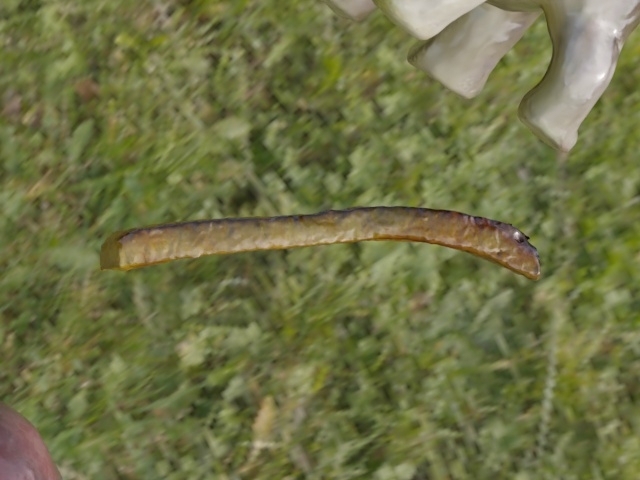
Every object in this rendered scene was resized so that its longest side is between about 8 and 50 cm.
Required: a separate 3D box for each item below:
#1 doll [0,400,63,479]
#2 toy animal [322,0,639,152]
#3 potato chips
[{"bbox_3d":[-0.256,0.200,1.083,0.196,0.256,0.152,52,34,-2],"label":"doll"},{"bbox_3d":[0.078,-0.144,0.801,0.121,0.233,0.168,34,105,-23],"label":"toy animal"},{"bbox_3d":[0.000,0.000,0.861,0.204,0.026,0.037,1,83,-5],"label":"potato chips"}]
